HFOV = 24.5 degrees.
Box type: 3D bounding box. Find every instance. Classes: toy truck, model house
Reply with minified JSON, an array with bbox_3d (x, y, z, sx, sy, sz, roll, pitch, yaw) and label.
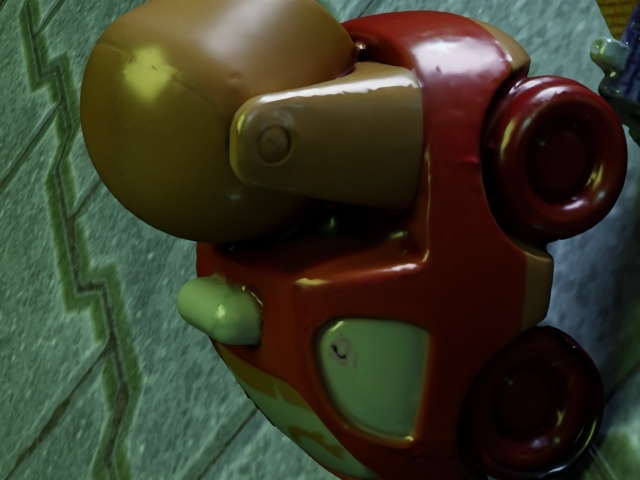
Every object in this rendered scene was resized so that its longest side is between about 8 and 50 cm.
[{"bbox_3d":[0.000,0.000,0.712,0.189,0.239,0.264,21,110,62],"label":"toy truck"},{"bbox_3d":[0.169,-0.096,0.718,0.088,0.100,0.100,9,72,61],"label":"model house"}]
